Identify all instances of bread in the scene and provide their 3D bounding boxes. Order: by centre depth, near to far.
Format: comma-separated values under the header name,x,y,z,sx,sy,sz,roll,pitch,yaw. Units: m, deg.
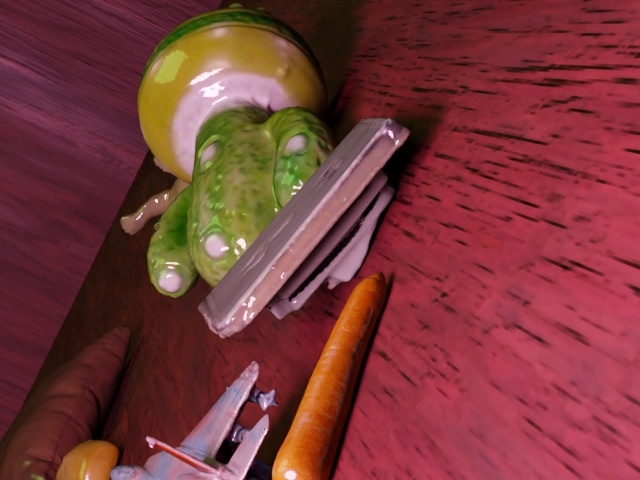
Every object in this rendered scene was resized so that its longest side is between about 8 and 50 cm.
name,x,y,z,sx,sy,sz,roll,pitch,yaw
bread,-0.268,0.261,2.217,0.082,0.056,0.115,-67,10,-11

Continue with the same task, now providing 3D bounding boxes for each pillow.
name,x,y,z,sx,sy,sz,roll,pitch,yaw
pillow,-0.357,0.282,2.479,0.308,0.108,0.305,-52,11,40

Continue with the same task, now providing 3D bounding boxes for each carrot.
name,x,y,z,sx,sy,sz,roll,pitch,yaw
carrot,0.009,0.093,1.315,0.037,0.037,0.190,-50,16,53

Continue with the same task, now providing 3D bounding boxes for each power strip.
name,x,y,z,sx,sy,sz,roll,pitch,yaw
power strip,0.000,0.000,1.503,0.213,0.064,0.198,-50,9,0

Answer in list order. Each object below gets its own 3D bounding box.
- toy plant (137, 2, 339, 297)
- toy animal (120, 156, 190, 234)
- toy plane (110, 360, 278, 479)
name,x,y,z,sx,sy,sz,roll,pitch,yaw
toy plant,-0.081,-0.072,1.832,0.224,0.184,0.316,-40,29,20
toy animal,-0.161,-0.058,2.423,0.101,0.103,0.219,-46,-9,-49
toy plane,-0.104,0.193,1.453,0.223,0.104,0.326,-65,6,-10
